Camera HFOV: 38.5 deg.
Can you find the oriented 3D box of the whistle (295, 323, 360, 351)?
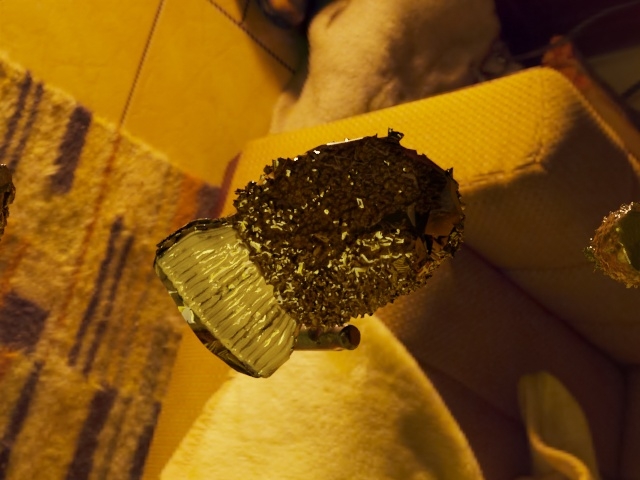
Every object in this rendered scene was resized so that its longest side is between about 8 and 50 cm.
[{"bbox_3d":[-0.014,0.115,1.087,0.033,0.176,0.033,5,81,-35],"label":"whistle"}]

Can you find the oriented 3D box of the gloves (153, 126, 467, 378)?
[{"bbox_3d":[0.003,0.005,0.930,0.210,0.312,0.135,52,-3,22],"label":"gloves"}]

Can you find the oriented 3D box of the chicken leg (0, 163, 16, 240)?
[{"bbox_3d":[-0.314,-0.070,0.780,0.080,0.125,0.196,-47,165,-54],"label":"chicken leg"}]

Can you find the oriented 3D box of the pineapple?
[{"bbox_3d":[0.385,0.012,1.161,0.197,0.108,0.108,105,-17,-83],"label":"pineapple"}]
